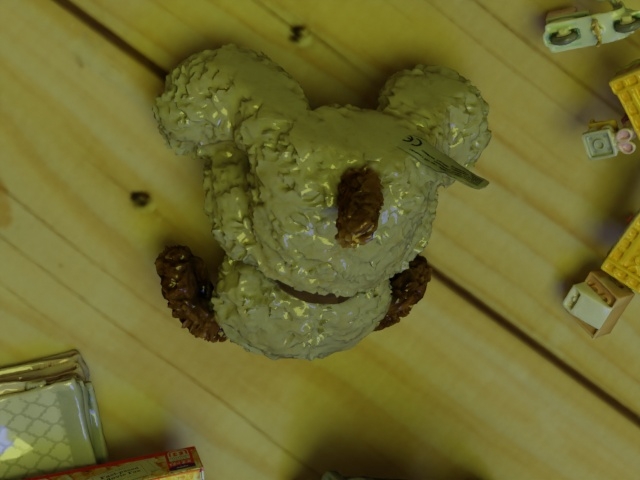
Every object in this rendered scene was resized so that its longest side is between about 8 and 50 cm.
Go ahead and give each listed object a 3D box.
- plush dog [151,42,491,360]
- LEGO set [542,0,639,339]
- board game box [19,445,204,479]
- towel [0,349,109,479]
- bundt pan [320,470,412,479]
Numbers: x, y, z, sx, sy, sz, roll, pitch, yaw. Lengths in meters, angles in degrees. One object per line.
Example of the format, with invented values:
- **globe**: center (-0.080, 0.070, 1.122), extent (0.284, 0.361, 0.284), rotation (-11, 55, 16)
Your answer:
- **plush dog**: center (0.000, 0.000, 1.264), extent (0.262, 0.210, 0.225), rotation (3, 132, -14)
- **LEGO set**: center (0.261, -0.063, 1.355), extent (0.132, 0.107, 0.287), rotation (2, 118, 23)
- **board game box**: center (-0.180, 0.253, 1.318), extent (0.193, 0.045, 0.147), rotation (-9, 109, -11)
- **towel**: center (-0.307, 0.276, 1.348), extent (0.317, 0.053, 0.332), rotation (-14, 111, -8)
- **bundt pan**: center (0.079, 0.341, 1.331), extent (0.124, 0.331, 0.331), rotation (-3, 110, -30)
